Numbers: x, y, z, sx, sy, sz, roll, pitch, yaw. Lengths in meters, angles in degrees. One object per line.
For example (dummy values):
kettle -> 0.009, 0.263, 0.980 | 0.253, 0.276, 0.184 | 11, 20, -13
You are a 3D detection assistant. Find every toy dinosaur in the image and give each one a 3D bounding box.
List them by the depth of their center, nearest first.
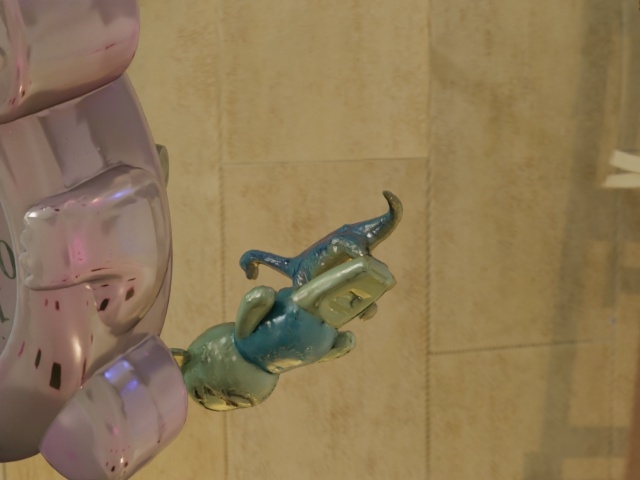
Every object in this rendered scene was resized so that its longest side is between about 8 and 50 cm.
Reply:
toy dinosaur -> 0.000, 0.000, 1.289 | 0.075, 0.188, 0.248 | -14, 140, -40

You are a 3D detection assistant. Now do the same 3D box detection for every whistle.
whistle -> -0.035, 0.082, 0.961 | 0.114, 0.077, 0.235 | 32, 130, -31

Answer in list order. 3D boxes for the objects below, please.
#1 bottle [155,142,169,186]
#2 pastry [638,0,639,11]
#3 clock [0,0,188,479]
bottle -> -0.307, -0.083, 1.388 | 0.253, 0.096, 0.079 | 0, 69, 7
pastry -> 0.378, -0.258, 0.788 | 0.337, 0.405, 0.292 | -15, 62, -41
clock -> -0.210, -0.022, 0.652 | 0.113, 0.295, 0.322 | -38, 125, -51
